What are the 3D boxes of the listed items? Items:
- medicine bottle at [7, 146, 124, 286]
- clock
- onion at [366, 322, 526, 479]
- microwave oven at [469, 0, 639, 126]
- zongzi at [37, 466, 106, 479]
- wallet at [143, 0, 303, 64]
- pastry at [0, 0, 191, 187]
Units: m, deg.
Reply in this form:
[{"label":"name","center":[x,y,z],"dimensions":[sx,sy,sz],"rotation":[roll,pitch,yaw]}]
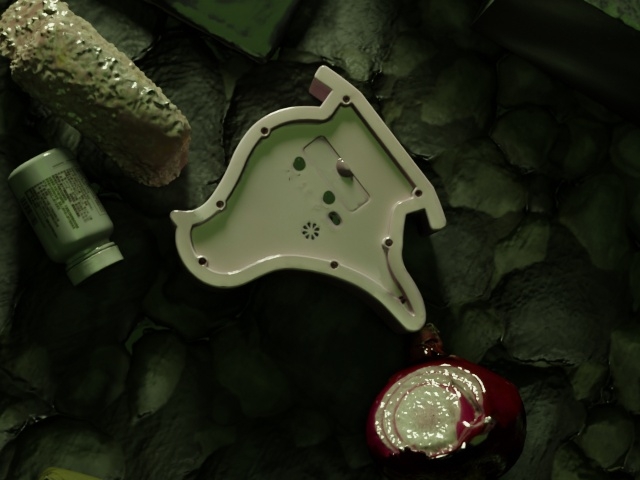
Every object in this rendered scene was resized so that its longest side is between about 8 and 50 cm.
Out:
[{"label":"medicine bottle","center":[-0.273,-0.025,1.547],"dimensions":[0.079,0.079,0.140],"rotation":[-30,88,-11]},{"label":"clock","center":[0.000,0.000,1.586],"dimensions":[0.275,0.080,0.290],"rotation":[-41,89,-11]},{"label":"onion","center":[0.137,0.191,1.569],"dimensions":[0.173,0.135,0.198],"rotation":[-12,45,7]},{"label":"microwave oven","center":[0.414,-0.379,1.620],"dimensions":[0.374,0.236,0.432],"rotation":[29,79,-3]},{"label":"zongzi","center":[-0.221,0.358,1.499],"dimensions":[0.205,0.094,0.204],"rotation":[15,84,-7]},{"label":"wallet","center":[-0.146,-0.380,1.636],"dimensions":[0.323,0.041,0.247],"rotation":[29,81,-6]},{"label":"pastry","center":[-0.249,-0.168,1.555],"dimensions":[0.265,0.112,0.103],"rotation":[40,90,-1]}]
